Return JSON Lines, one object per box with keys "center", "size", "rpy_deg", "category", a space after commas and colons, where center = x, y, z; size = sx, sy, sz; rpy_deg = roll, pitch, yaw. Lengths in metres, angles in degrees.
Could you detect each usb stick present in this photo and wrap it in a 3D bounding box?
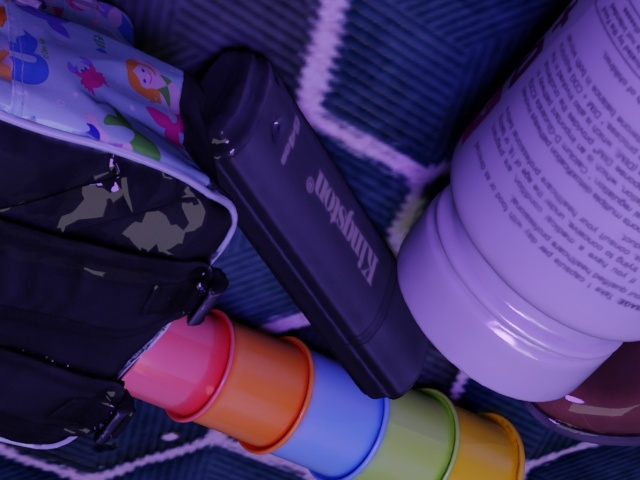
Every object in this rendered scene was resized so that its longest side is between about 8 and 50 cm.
{"center": [0.000, 0.000, 0.928], "size": [0.045, 0.077, 0.278], "rpy_deg": [8, 150, 33], "category": "usb stick"}

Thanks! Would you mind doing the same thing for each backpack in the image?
{"center": [-0.194, -0.026, 0.752], "size": [0.253, 0.191, 0.225], "rpy_deg": [13, 130, -37], "category": "backpack"}

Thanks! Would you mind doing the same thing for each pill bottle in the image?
{"center": [0.171, -0.048, 0.852], "size": [0.160, 0.160, 0.283], "rpy_deg": [15, 131, -29], "category": "pill bottle"}

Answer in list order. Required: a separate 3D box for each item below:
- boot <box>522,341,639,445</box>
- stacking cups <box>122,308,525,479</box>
{"center": [0.264, 0.003, 0.987], "size": [0.264, 0.096, 0.280], "rpy_deg": [-5, 138, -9], "category": "boot"}
{"center": [-0.007, 0.106, 1.045], "size": [0.316, 0.096, 0.096], "rpy_deg": [28, 125, -31], "category": "stacking cups"}
